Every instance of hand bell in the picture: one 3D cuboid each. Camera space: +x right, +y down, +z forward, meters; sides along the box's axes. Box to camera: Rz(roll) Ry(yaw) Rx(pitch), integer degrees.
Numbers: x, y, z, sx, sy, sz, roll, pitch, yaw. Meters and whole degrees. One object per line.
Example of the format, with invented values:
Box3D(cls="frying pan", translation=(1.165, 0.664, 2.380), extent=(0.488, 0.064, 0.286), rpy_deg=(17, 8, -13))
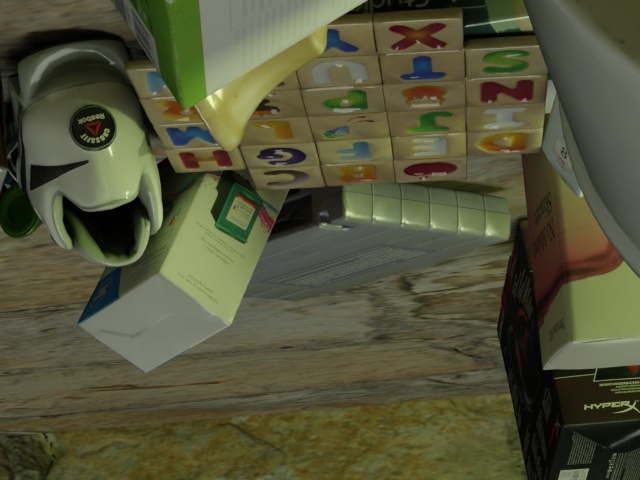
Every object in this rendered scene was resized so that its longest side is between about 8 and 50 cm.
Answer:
Box3D(cls="hand bell", translation=(0.025, -0.160, 1.141), extent=(0.242, 0.126, 0.126), rpy_deg=(-25, 165, 7))

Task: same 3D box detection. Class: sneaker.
Box3D(cls="sneaker", translation=(-0.184, -0.040, 1.508), extent=(0.122, 0.146, 0.330), rpy_deg=(-15, 171, -5))

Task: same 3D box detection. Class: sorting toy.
Box3D(cls="sorting toy", translation=(-0.276, -0.035, 1.734), extent=(0.102, 0.061, 0.042), rpy_deg=(16, -178, 36))

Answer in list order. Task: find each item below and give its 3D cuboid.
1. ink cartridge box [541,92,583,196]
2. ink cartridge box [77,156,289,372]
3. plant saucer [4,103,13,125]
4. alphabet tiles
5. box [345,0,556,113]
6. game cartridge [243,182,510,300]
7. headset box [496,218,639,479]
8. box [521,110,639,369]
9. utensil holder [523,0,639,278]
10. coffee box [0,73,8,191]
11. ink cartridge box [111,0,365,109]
Box3D(cls="ink cartridge box", translation=(0.251, -0.142, 1.269), extent=(0.189, 0.066, 0.232), rpy_deg=(-27, 152, -17))
Box3D(cls="ink cartridge box", translation=(-0.099, -0.017, 1.586), extent=(0.078, 0.231, 0.134), rpy_deg=(37, 141, -19))
Box3D(cls="plant saucer", translation=(-0.339, -0.079, 1.567), extent=(0.195, 0.037, 0.195), rpy_deg=(-3, 167, -1))
Box3D(cls="alphabet tiles", translation=(0.019, -0.093, 1.373), extent=(0.285, 0.011, 0.342), rpy_deg=(-3, 164, 4))
Box3D(cls="box", translation=(0.068, -0.134, 1.373), extent=(0.322, 0.058, 0.232), rpy_deg=(-8, 167, 16))
Box3D(cls="game cartridge", translation=(0.000, 0.000, 1.985), extent=(0.230, 0.068, 0.355), rpy_deg=(2, 167, -40))
Box3D(cls="headset box", translation=(0.272, 0.128, 2.078), extent=(0.110, 0.293, 0.218), rpy_deg=(-4, 143, -6))
Box3D(cls="box", translation=(0.235, -0.023, 1.516), extent=(0.126, 0.232, 0.148), rpy_deg=(-4, 168, -2))
Box3D(cls="utensil holder", translation=(0.244, -0.127, 0.823), extent=(0.327, 0.328, 0.385), rpy_deg=(-6, 167, 13))
Box3D(cls="coffee box", translation=(-0.367, -0.060, 1.419), extent=(0.246, 0.098, 0.141), rpy_deg=(2, 149, -21))
Box3D(cls="ink cartridge box", translation=(0.007, -0.195, 1.016), extent=(0.255, 0.097, 0.189), rpy_deg=(-32, 171, -9))
